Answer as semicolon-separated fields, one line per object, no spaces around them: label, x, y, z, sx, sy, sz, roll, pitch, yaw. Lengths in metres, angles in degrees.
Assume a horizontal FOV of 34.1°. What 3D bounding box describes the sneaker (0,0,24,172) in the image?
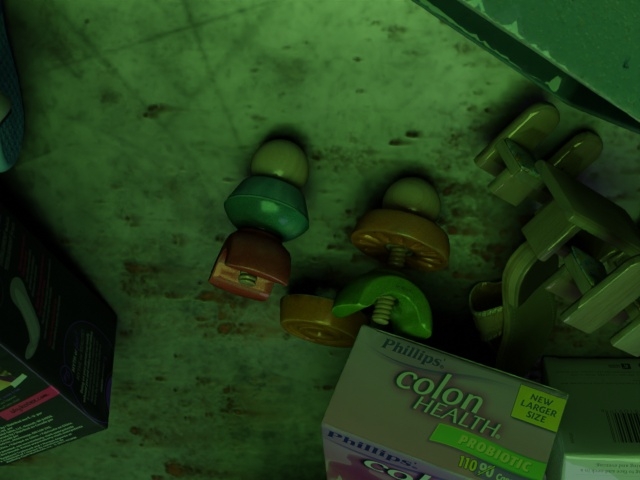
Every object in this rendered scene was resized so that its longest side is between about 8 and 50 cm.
sneaker;-0.409;-0.207;0.975;0.208;0.127;0.319;0;118;3

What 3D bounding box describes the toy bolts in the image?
toy bolts;0.000;0.000;1.083;0.228;0.159;0.218;22;159;-19

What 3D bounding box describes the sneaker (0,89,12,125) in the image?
sneaker;-0.421;-0.084;0.939;0.292;0.110;0.118;-31;114;13

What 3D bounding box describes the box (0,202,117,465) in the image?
box;-0.345;0.087;1.069;0.143;0.165;0.270;-21;135;15

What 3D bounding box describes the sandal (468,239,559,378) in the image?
sandal;0.197;0.062;1.109;0.088;0.079;0.240;-36;148;-20

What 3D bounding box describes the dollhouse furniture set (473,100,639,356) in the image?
dollhouse furniture set;0.306;-0.021;0.981;0.242;0.212;0.161;24;123;-38

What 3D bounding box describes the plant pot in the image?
plant pot;0.214;-0.262;0.839;0.247;0.247;0.252;31;99;-12

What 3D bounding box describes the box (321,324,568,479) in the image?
box;0.123;0.221;1.089;0.213;0.117;0.243;18;151;13

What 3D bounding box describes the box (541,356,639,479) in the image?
box;0.335;0.221;1.123;0.180;0.182;0.119;0;117;4
